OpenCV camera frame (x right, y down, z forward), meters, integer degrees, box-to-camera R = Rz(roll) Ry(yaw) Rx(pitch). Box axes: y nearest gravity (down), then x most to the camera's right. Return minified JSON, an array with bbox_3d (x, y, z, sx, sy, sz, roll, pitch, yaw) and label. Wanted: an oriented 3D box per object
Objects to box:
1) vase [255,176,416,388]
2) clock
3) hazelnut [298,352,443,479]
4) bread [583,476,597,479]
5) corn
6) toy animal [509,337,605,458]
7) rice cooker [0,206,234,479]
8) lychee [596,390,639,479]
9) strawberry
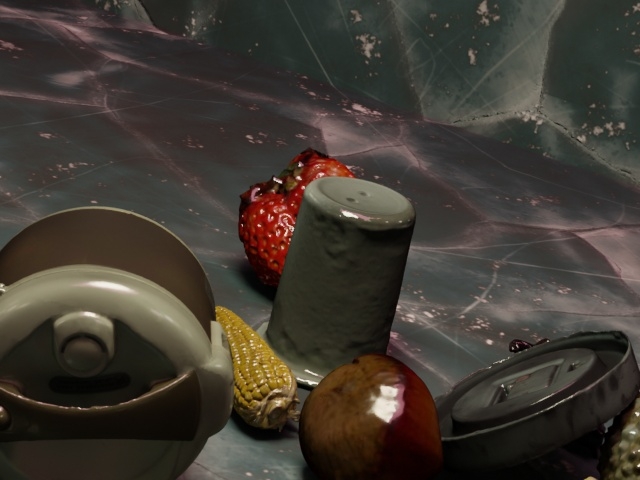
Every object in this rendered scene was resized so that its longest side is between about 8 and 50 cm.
[{"bbox_3d":[0.040,0.062,2.163,0.245,0.291,0.245,13,20,-5],"label":"vase"},{"bbox_3d":[0.296,0.226,1.951,0.325,0.067,0.325,-24,7,3],"label":"clock"},{"bbox_3d":[0.077,0.263,1.848,0.208,0.208,0.208,11,21,-4],"label":"hazelnut"},{"bbox_3d":[0.348,0.438,1.741,0.178,0.135,0.240,-30,35,-11],"label":"bread"},{"bbox_3d":[-0.114,0.179,2.032,0.106,0.106,0.293,2,24,-27],"label":"corn"},{"bbox_3d":[0.356,0.254,2.135,0.117,0.121,0.210,-15,36,-15],"label":"toy animal"},{"bbox_3d":[-0.277,0.149,1.699,0.335,0.335,0.325,9,21,-10],"label":"rice cooker"},{"bbox_3d":[0.510,0.309,1.887,0.274,0.255,0.255,-24,32,-11],"label":"lychee"},{"bbox_3d":[0.000,0.000,2.418,0.288,0.250,0.238,43,-5,16],"label":"strawberry"}]
